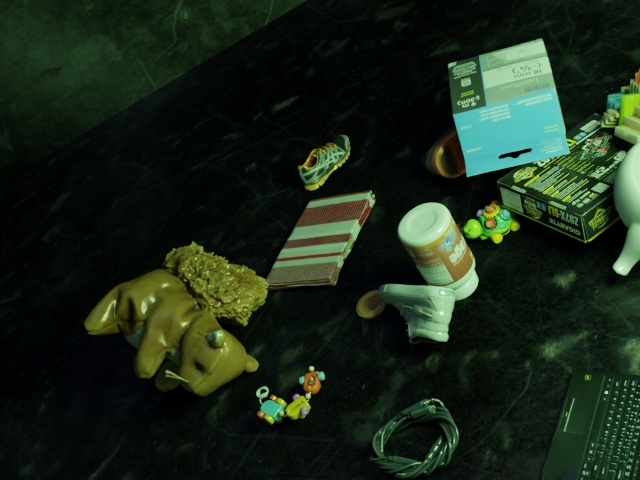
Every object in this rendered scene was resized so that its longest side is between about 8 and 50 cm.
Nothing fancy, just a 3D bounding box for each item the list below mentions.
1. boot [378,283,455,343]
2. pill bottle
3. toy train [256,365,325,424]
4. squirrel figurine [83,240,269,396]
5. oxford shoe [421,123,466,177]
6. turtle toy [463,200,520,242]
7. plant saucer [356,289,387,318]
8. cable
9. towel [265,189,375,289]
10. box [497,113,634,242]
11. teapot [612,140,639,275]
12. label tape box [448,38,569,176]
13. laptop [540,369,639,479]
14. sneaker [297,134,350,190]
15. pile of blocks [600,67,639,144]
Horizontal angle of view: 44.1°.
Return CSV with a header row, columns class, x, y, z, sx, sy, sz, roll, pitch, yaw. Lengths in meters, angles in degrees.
class,x,y,z,sx,sy,sz,roll,pitch,yaw
boot,0.199,0.163,1.736,0.258,0.095,0.124,173,106,-67
pill bottle,0.264,0.030,1.727,0.121,0.216,0.121,-22,38,18
toy train,-0.063,0.356,1.773,0.166,0.046,0.125,-20,37,16
squirrel figurine,-0.306,0.197,1.972,0.370,0.281,0.397,18,63,42
oxford shoe,0.414,-0.301,2.073,0.363,0.130,0.132,-35,18,-12
turtle toy,0.393,-0.043,1.836,0.130,0.066,0.095,-35,35,1
plant saucer,0.122,0.150,1.882,0.083,0.013,0.083,-22,38,18
cable,0.179,0.395,1.533,0.184,0.047,0.151,-29,41,5
towel,0.000,0.000,2.142,0.237,0.037,0.329,-6,43,38
box,0.595,-0.147,1.736,0.322,0.079,0.257,-34,32,-17
teapot,0.687,-0.079,1.547,0.255,0.187,0.253,-5,59,-1
label tape box,0.439,-0.321,1.872,0.240,0.106,0.334,-13,42,16
laptop,0.499,0.287,1.304,0.264,0.137,0.234,0,47,39
sneaker,0.012,-0.248,2.377,0.084,0.083,0.215,8,52,47
pile of blocks,0.701,-0.317,1.755,0.148,0.113,0.362,2,24,11
